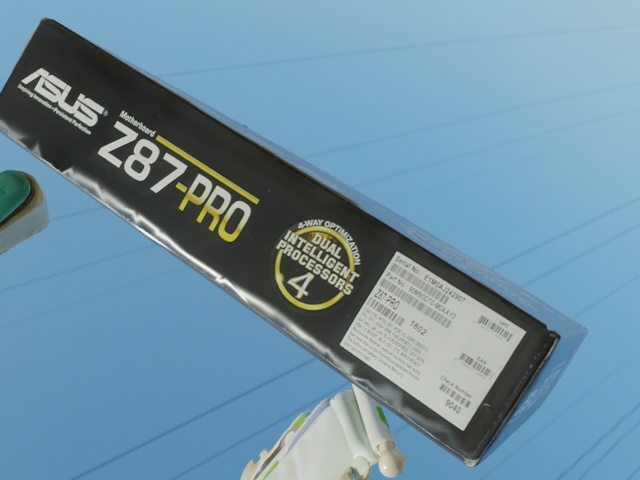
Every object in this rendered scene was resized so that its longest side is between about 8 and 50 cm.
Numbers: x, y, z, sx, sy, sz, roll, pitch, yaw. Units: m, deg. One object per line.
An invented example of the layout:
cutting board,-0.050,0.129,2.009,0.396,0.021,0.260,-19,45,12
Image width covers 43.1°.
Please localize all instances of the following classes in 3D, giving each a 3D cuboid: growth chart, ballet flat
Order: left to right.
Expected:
ballet flat,-0.399,0.018,0.861,0.248,0.086,0.086,-35,-118,-19
growth chart,-0.034,0.183,0.550,0.021,0.237,0.172,37,-168,-12

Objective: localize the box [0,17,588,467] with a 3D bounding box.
box,0.000,0.000,0.615,0.395,0.097,0.318,32,-176,22
